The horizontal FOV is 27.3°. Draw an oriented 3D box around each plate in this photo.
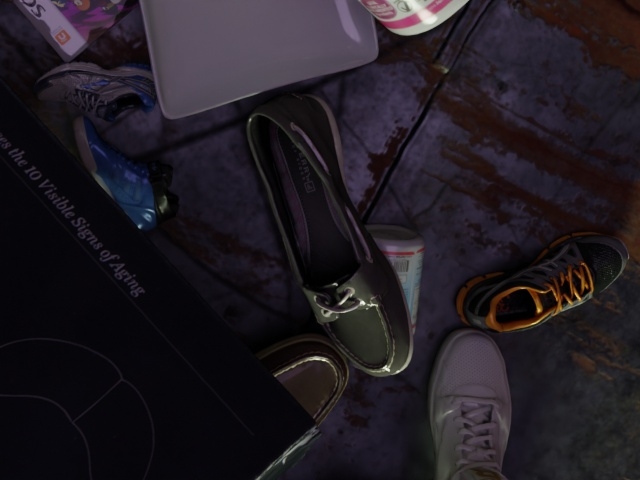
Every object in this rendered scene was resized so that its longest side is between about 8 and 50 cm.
[{"bbox_3d":[-0.081,-0.294,1.392,0.277,0.045,0.278,-20,108,-27],"label":"plate"}]

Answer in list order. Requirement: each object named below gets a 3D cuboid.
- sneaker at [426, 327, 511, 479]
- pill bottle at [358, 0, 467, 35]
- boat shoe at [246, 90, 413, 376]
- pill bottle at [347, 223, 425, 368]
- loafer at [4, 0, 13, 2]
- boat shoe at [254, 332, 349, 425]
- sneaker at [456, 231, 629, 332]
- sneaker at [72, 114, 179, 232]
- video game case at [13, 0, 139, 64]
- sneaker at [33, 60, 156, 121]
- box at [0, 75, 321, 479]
[{"bbox_3d":[0.187,0.248,1.524,0.108,0.169,0.293,4,86,-10],"label":"sneaker"},{"bbox_3d":[0.038,-0.354,1.336,0.283,0.160,0.160,39,96,-30],"label":"pill bottle"},{"bbox_3d":[0.000,0.000,1.447,0.112,0.095,0.335,-21,89,34],"label":"boat shoe"},{"bbox_3d":[0.070,0.067,1.527,0.087,0.087,0.160,3,104,-10],"label":"pill bottle"},{"bbox_3d":[-0.315,-0.263,1.360,0.125,0.045,0.039,-23,115,-3],"label":"loafer"},{"bbox_3d":[-0.101,0.244,1.471,0.342,0.123,0.123,-38,110,2],"label":"boat shoe"},{"bbox_3d":[0.271,0.058,1.561,0.215,0.083,0.084,-25,105,-4],"label":"sneaker"},{"bbox_3d":[-0.209,-0.081,1.457,0.084,0.058,0.152,-23,111,3],"label":"sneaker"},{"bbox_3d":[-0.250,-0.340,1.393,0.232,0.042,0.210,-39,108,2],"label":"video game case"},{"bbox_3d":[-0.240,-0.158,1.422,0.135,0.052,0.058,-5,66,-11],"label":"sneaker"},{"bbox_3d":[-0.343,0.177,1.230,0.472,0.297,0.480,-40,82,-17],"label":"box"}]
